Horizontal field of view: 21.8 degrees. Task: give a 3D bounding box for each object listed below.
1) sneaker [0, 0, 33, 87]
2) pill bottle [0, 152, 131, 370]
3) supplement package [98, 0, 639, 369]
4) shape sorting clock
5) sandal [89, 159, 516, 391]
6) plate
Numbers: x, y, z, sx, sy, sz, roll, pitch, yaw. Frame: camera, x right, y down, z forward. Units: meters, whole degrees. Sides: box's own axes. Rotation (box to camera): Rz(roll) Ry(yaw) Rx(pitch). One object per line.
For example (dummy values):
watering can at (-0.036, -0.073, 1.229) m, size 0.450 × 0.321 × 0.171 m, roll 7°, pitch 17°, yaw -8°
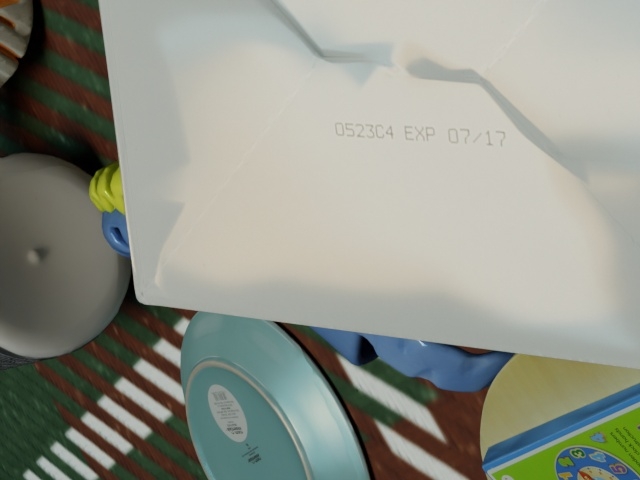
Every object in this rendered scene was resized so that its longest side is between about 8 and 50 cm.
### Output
sneaker at (-0.261, -0.104, 1.050) m, size 0.215 × 0.084 × 0.083 m, roll -50°, pitch 39°, yaw 13°
pill bottle at (-0.233, 0.026, 1.116) m, size 0.246 × 0.130 × 0.130 m, roll -16°, pitch 98°, yaw 58°
supplement package at (0.075, -0.069, 0.479) m, size 0.194 × 0.203 × 0.149 m, roll 6°, pitch 109°, yaw 34°
shape sorting clock at (0.156, 0.114, 0.672) m, size 0.206 × 0.040 × 0.206 m, roll 22°, pitch 135°, yaw 24°
sandal at (0.000, 0.000, 0.776) m, size 0.317 × 0.126 × 0.138 m, roll 2°, pitch 117°, yaw 56°
plate at (-0.035, 0.126, 0.998) m, size 0.188 × 0.024 × 0.188 m, roll 35°, pitch 138°, yaw 39°
